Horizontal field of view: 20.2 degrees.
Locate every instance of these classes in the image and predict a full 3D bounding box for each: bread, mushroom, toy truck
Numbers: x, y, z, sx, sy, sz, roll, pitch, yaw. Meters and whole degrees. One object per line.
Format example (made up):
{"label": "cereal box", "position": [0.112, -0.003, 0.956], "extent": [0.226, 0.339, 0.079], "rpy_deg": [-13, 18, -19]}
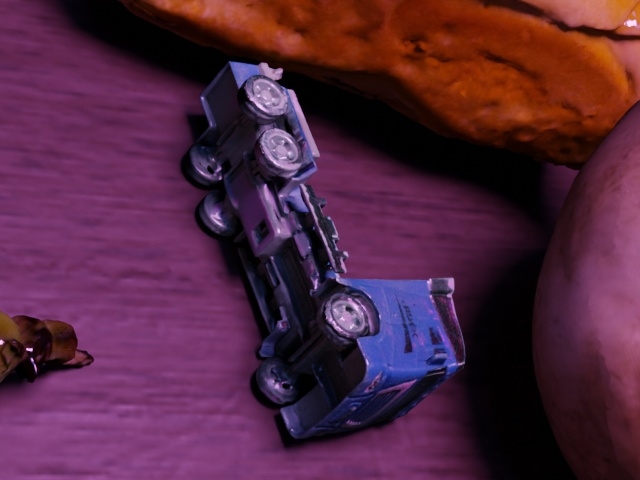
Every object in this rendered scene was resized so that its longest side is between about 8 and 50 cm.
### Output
{"label": "bread", "position": [0.039, -0.151, 0.872], "extent": [0.294, 0.132, 0.167], "rpy_deg": [21, 44, -20]}
{"label": "mushroom", "position": [0.211, 0.042, 0.822], "extent": [0.255, 0.184, 0.255], "rpy_deg": [20, 62, -42]}
{"label": "toy truck", "position": [0.000, 0.000, 0.805], "extent": [0.081, 0.067, 0.175], "rpy_deg": [0, 58, -39]}

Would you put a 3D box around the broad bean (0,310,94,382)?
{"label": "broad bean", "position": [-0.189, 0.094, 0.614], "extent": [0.075, 0.067, 0.325], "rpy_deg": [51, 49, -5]}
